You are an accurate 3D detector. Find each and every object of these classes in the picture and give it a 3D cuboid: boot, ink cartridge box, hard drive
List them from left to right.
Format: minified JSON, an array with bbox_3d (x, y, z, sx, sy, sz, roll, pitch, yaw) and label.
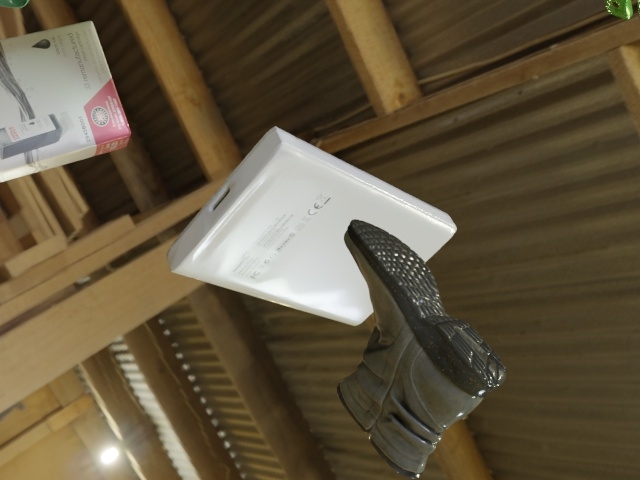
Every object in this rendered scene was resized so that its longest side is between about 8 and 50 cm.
[{"bbox_3d":[-0.371,-0.169,0.923,0.092,0.218,0.159,-5,-76,71],"label":"ink cartridge box"},{"bbox_3d":[0.000,0.000,1.010,0.233,0.353,0.047,-46,-134,23],"label":"hard drive"},{"bbox_3d":[0.061,0.107,0.755,0.161,0.083,0.246,-52,-128,25],"label":"boot"}]

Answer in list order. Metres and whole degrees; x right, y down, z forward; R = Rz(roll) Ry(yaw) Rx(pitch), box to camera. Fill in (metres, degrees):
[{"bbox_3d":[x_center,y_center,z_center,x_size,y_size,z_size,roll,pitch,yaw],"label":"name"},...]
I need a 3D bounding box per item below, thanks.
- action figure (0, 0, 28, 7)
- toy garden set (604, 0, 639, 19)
[{"bbox_3d":[-0.286,-0.339,0.834,0.137,0.232,0.063,-14,-57,8],"label":"action figure"},{"bbox_3d":[0.535,-0.396,1.106,0.244,0.049,0.204,40,-4,40],"label":"toy garden set"}]
